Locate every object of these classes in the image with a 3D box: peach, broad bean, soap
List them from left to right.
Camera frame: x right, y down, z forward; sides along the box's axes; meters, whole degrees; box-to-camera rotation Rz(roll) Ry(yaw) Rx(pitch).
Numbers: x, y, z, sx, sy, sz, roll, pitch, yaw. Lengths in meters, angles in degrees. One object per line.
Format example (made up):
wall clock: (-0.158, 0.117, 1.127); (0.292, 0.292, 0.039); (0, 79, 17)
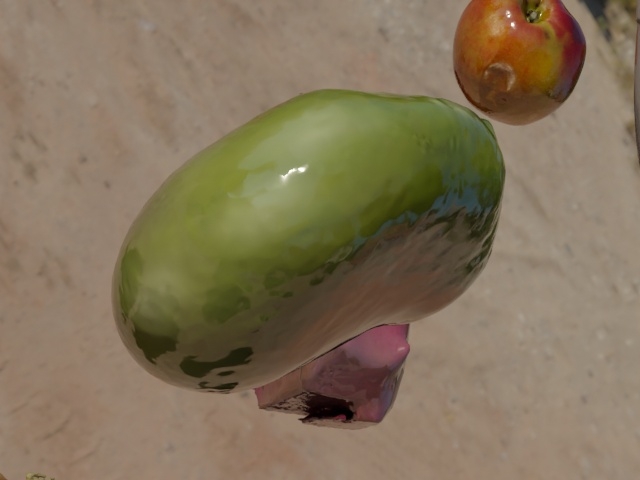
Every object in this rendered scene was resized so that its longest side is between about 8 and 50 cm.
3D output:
broad bean: (0.000, 0.001, 0.809); (0.291, 0.238, 0.119); (-6, 62, -58)
soap: (0.004, 0.027, 1.314); (0.127, 0.220, 0.325); (5, 66, -20)
peach: (0.140, -0.133, 1.002); (0.101, 0.100, 0.101); (46, 26, -30)

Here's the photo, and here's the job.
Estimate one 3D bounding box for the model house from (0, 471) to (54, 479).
model house: (-0.249, 0.206, 0.771); (0.254, 0.196, 0.160); (-24, 87, -32)

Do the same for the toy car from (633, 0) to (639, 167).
toy car: (0.187, -0.043, 0.424); (0.089, 0.209, 0.108); (1, 95, -28)
